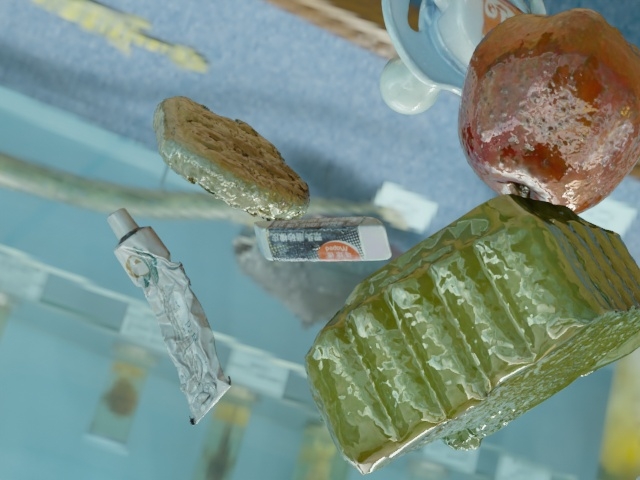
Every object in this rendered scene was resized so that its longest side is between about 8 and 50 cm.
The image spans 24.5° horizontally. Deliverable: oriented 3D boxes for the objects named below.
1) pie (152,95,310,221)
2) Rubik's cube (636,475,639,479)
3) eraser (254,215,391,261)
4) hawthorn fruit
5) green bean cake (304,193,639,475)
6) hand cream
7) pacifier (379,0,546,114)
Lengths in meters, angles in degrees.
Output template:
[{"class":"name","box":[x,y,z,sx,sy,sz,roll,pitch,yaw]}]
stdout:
[{"class":"pie","box":[-0.090,-0.082,1.527,0.195,0.195,0.046,26,110,-22]},{"class":"Rubik's cube","box":[0.524,0.420,1.737,0.256,0.253,0.259,-7,-170,4]},{"class":"eraser","box":[0.000,0.000,0.935,0.099,0.019,0.027,-1,117,27]},{"class":"hawthorn fruit","box":[0.208,-0.110,1.300,0.189,0.189,0.189,12,155,6]},{"class":"green bean cake","box":[0.121,0.070,1.107,0.233,0.124,0.236,-35,163,21]},{"class":"hand cream","box":[-0.172,0.075,1.645,0.050,0.257,0.084,-9,153,-50]},{"class":"pacifier","box":[0.171,-0.256,2.001,0.299,0.244,0.233,29,137,-28]}]
